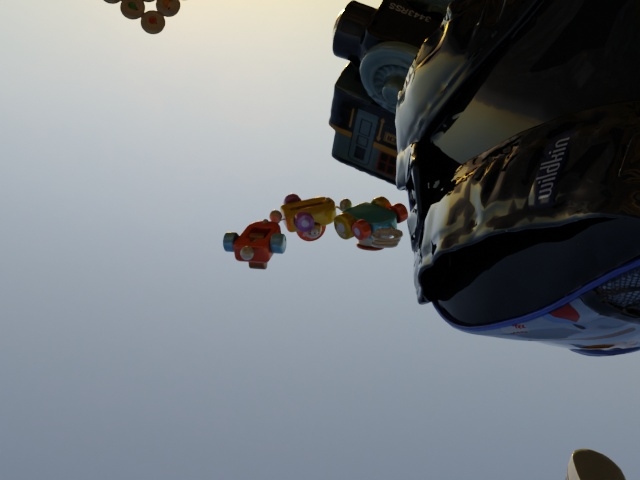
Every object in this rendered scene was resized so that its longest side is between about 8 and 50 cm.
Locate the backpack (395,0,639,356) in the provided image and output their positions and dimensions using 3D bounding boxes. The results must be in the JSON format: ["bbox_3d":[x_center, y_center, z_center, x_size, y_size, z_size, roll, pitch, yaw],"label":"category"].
[{"bbox_3d":[0.164,-0.062,0.519,0.213,0.263,0.277,21,-123,-30],"label":"backpack"}]

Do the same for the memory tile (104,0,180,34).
[{"bbox_3d":[-0.246,-0.387,1.420,0.113,0.148,0.012,37,163,-5],"label":"memory tile"}]

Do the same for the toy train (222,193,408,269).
[{"bbox_3d":[0.000,0.000,0.893,0.166,0.046,0.125,0,-152,13],"label":"toy train"}]

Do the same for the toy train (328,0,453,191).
[{"bbox_3d":[0.160,-0.106,0.862,0.333,0.190,0.142,22,-125,8],"label":"toy train"}]

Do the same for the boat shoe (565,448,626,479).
[{"bbox_3d":[0.374,0.409,1.310,0.113,0.105,0.306,16,-159,-2],"label":"boat shoe"}]
